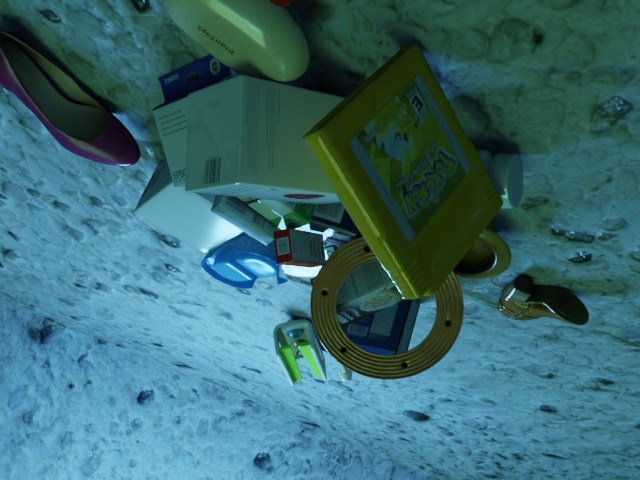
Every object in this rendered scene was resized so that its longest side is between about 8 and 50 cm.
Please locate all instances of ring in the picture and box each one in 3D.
[{"bbox_3d":[0.144,0.145,1.698,0.336,0.337,0.032,18,-165,3],"label":"ring"}]

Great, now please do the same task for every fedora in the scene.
[{"bbox_3d":[0.320,0.004,1.653,0.194,0.079,0.194,15,147,10],"label":"fedora"}]

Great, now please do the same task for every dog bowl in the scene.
[{"bbox_3d":[-0.196,0.053,2.102,0.297,0.074,0.166,-12,140,46],"label":"dog bowl"}]

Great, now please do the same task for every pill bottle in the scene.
[{"bbox_3d":[0.259,-0.110,1.436,0.208,0.119,0.119,3,149,30],"label":"pill bottle"}]

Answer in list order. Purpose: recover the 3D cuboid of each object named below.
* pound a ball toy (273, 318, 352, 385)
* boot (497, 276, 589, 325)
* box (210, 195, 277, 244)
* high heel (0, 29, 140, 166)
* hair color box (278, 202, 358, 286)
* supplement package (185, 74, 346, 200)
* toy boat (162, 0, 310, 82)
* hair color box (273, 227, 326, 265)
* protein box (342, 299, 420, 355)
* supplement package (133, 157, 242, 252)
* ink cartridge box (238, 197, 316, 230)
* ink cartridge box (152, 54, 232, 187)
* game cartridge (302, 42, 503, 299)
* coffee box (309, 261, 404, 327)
[{"bbox_3d":[-0.022,0.364,2.542,0.208,0.136,0.319,-11,148,4],"label":"pound a ball toy"},{"bbox_3d":[0.518,0.161,1.825,0.197,0.073,0.152,28,154,10],"label":"boot"},{"bbox_3d":[-0.144,-0.101,1.648,0.145,0.186,0.038,32,137,-24],"label":"box"},{"bbox_3d":[-0.534,-0.286,1.621,0.377,0.127,0.181,32,162,-16],"label":"high heel"},{"bbox_3d":[0.000,0.000,1.833,0.173,0.105,0.347,18,154,5],"label":"hair color box"},{"bbox_3d":[-0.064,-0.162,1.348,0.292,0.175,0.177,3,176,-38],"label":"supplement package"},{"bbox_3d":[-0.088,-0.373,1.180,0.267,0.148,0.318,37,156,-21],"label":"toy boat"},{"bbox_3d":[-0.042,0.017,1.628,0.043,0.072,0.141,-12,169,29],"label":"hair color box"},{"bbox_3d":[0.134,0.207,2.020,0.199,0.201,0.136,9,152,20],"label":"protein box"},{"bbox_3d":[-0.271,-0.104,1.777,0.204,0.145,0.262,32,151,-23],"label":"supplement package"},{"bbox_3d":[-0.100,-0.139,1.587,0.208,0.153,0.086,36,147,-30],"label":"ink cartridge box"},{"bbox_3d":[-0.232,-0.227,1.475,0.223,0.045,0.224,-10,97,45],"label":"ink cartridge box"},{"bbox_3d":[0.147,-0.107,1.226,0.052,0.285,0.324,-12,118,51],"label":"game cartridge"},{"bbox_3d":[0.120,0.099,1.793,0.246,0.098,0.141,-26,153,14],"label":"coffee box"}]
